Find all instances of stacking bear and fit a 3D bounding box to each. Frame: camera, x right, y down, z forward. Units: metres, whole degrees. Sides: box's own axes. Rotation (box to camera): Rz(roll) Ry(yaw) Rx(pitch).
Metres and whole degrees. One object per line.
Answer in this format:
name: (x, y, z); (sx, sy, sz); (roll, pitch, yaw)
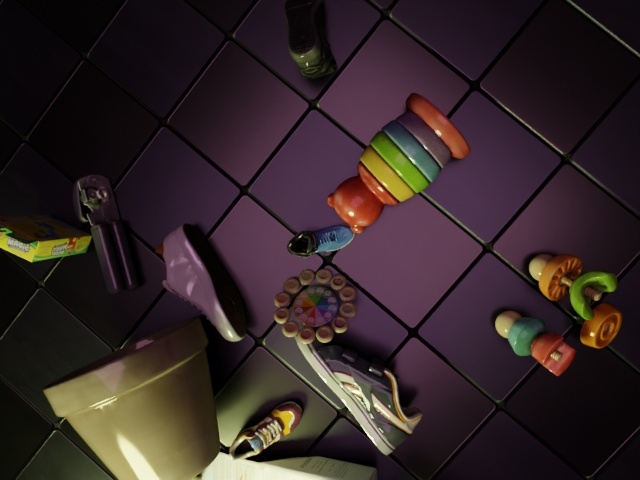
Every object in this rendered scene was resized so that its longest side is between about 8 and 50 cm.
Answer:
stacking bear: (0.146, -0.145, 1.053); (0.289, 0.164, 0.175); (-44, 87, 11)

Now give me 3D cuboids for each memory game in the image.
memory game: (-0.013, 0.139, 1.098); (0.186, 0.012, 0.186); (-4, 54, 6)

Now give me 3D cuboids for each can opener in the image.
can opener: (-0.507, -0.014, 1.184); (0.095, 0.076, 0.283); (-13, 92, 39)

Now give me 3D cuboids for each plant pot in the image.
plant pot: (-0.347, 0.350, 1.049); (0.323, 0.323, 0.280); (-24, 91, 7)

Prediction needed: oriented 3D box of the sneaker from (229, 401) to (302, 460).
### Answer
sneaker: (-0.121, 0.437, 1.142); (0.185, 0.084, 0.069); (-37, 88, 7)

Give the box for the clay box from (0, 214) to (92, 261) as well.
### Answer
clay box: (-0.625, -0.008, 1.109); (0.127, 0.222, 0.053); (24, 98, 5)

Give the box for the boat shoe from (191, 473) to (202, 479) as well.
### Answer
boat shoe: (-0.323, 0.562, 1.169); (0.095, 0.095, 0.257); (-9, 91, 1)

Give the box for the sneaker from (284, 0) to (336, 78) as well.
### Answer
sneaker: (-0.021, -0.443, 1.096); (0.087, 0.130, 0.227); (-10, 64, 12)

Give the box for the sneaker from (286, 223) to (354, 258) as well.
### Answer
sneaker: (0.000, 0.001, 1.107); (0.152, 0.084, 0.058); (-12, 91, 7)

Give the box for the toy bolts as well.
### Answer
toy bolts: (0.487, 0.157, 1.060); (0.228, 0.158, 0.218); (-48, 127, -3)

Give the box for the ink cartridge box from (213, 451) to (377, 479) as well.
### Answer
ink cartridge box: (-0.065, 0.653, 1.166); (0.385, 0.091, 0.308); (3, 94, 23)

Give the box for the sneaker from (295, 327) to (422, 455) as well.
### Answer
sneaker: (0.085, 0.294, 1.093); (0.127, 0.126, 0.321); (-41, 87, 1)

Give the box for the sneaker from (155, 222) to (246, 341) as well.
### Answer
sneaker: (-0.273, 0.113, 1.144); (0.123, 0.106, 0.290); (-33, 80, 15)
